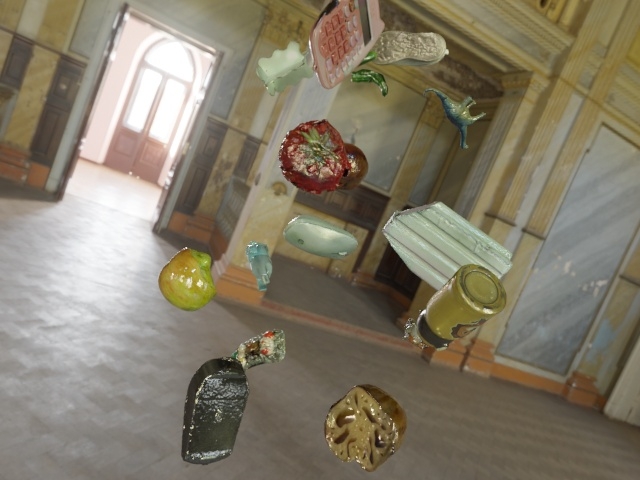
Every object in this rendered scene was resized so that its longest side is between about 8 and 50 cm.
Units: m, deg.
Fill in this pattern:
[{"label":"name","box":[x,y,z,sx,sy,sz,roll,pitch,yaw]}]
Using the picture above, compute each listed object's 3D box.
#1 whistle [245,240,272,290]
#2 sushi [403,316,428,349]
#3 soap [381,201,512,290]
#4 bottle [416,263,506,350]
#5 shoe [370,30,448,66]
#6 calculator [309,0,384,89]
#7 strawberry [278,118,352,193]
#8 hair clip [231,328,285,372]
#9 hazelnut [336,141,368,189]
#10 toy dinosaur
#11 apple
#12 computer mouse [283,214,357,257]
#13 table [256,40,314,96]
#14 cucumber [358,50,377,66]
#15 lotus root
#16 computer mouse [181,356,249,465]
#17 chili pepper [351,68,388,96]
[{"label":"whistle","box":[-0.230,0.082,1.760,0.093,0.186,0.274,-14,28,-8]},{"label":"sushi","box":[0.419,0.408,2.067,0.097,0.103,0.226,4,9,-4]},{"label":"soap","box":[0.460,0.028,1.749,0.446,0.261,0.156,35,31,4]},{"label":"bottle","box":[0.435,0.236,1.506,0.171,0.172,0.351,22,-38,-2]},{"label":"shoe","box":[0.346,-0.724,1.771,0.316,0.124,0.159,17,18,33]},{"label":"calculator","box":[0.068,-0.560,1.241,0.048,0.330,0.220,24,-26,27]},{"label":"strawberry","box":[-0.026,-0.290,1.657,0.274,0.274,0.220,20,-14,-21]},{"label":"hair clip","box":[-0.264,0.434,1.798,0.091,0.321,0.139,24,47,-38]},{"label":"hazelnut","box":[0.090,-0.338,2.030,0.217,0.217,0.251,27,2,40]},{"label":"toy dinosaur","box":[0.554,-0.510,1.839,0.363,0.147,0.077,37,25,-39]},{"label":"apple","box":[-0.517,0.162,1.858,0.226,0.246,0.246,49,7,1]},{"label":"computer mouse","box":[-0.001,0.004,1.751,0.288,0.159,0.097,26,44,-19]},{"label":"table","box":[-0.141,-0.715,1.914,0.198,0.167,0.166,-18,-13,24]},{"label":"cucumber","box":[0.116,-0.585,1.516,0.037,0.155,0.037,156,-90,-88]},{"label":"lotus root","box":[0.135,0.493,1.226,0.188,0.199,0.180,51,15,29]},{"label":"computer mouse","box":[-0.304,0.473,1.302,0.168,0.296,0.087,17,-8,-40]},{"label":"chili pepper","box":[0.212,-0.661,1.908,0.182,0.073,0.050,31,-9,22]}]
